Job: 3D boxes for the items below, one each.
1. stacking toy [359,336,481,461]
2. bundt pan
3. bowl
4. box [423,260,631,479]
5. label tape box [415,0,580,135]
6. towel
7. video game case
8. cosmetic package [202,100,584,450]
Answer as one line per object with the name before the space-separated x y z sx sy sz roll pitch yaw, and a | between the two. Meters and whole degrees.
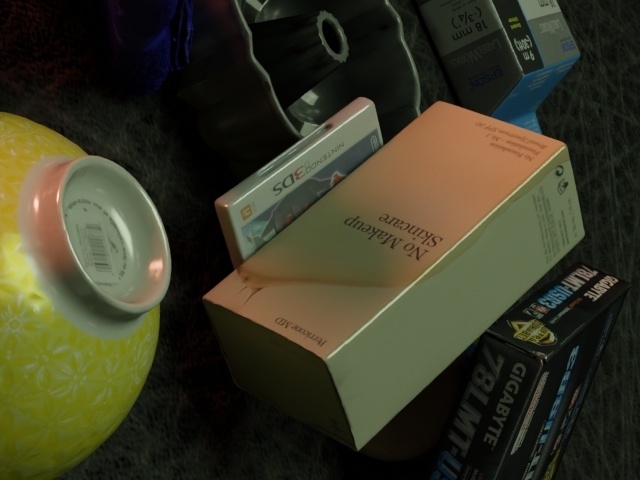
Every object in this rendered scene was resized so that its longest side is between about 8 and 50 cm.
stacking toy | 0.134 0.144 1.654 0.330 0.141 0.141 6 64 -63
bundt pan | -0.036 -0.176 1.589 0.331 0.124 0.330 38 41 -42
bowl | -0.200 0.022 1.141 0.289 0.156 0.289 38 40 -42
box | 0.184 0.188 1.574 0.073 0.295 0.293 25 20 18
label tape box | 0.244 -0.263 2.151 0.241 0.106 0.333 -26 92 -61
towel | -0.149 -0.260 1.324 0.308 0.076 0.227 131 -53 -77
video game case | 0.000 0.000 1.466 0.183 0.023 0.201 -38 131 -28
cosmetic package | 0.069 0.022 1.412 0.309 0.160 0.113 -40 132 -28
